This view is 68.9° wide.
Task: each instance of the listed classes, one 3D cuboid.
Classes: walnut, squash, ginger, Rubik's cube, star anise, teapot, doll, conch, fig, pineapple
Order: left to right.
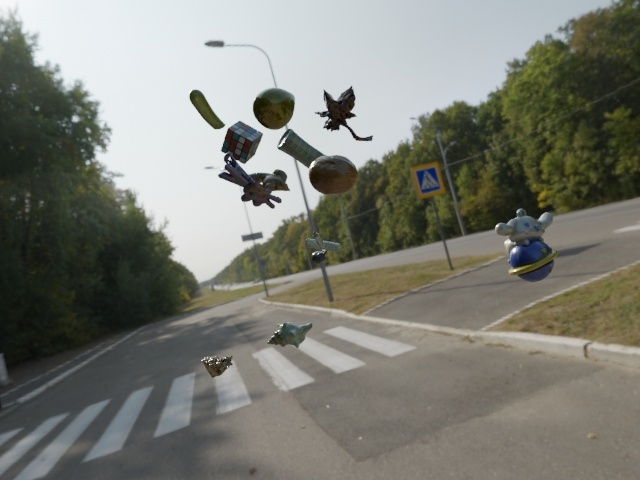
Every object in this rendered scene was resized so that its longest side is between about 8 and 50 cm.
[{"bbox_3d":[-0.614,-0.700,2.511,0.083,0.250,0.083,-29,26,16],"label":"squash"},{"bbox_3d":[-0.362,0.454,1.688,0.114,0.077,0.114,-16,23,-42],"label":"pineapple"},{"bbox_3d":[-0.424,-0.531,2.524,0.151,0.155,0.154,-62,-2,35],"label":"Rubik's cube"},{"bbox_3d":[-0.226,-0.241,1.917,0.213,0.133,0.059,-3,-46,6],"label":"ginger"},{"bbox_3d":[-0.234,-0.670,2.352,0.207,0.207,0.230,-18,31,31],"label":"fig"},{"bbox_3d":[-0.143,0.447,2.224,0.233,0.137,0.115,-13,-45,-7],"label":"conch"},{"bbox_3d":[0.000,0.080,2.384,0.088,0.066,0.057,-49,14,-24],"label":"teapot"},{"bbox_3d":[0.052,-0.264,1.879,0.207,0.168,0.167,3,3,21],"label":"walnut"},{"bbox_3d":[0.122,-0.593,2.233,0.237,0.346,0.148,-43,21,13],"label":"star anise"},{"bbox_3d":[0.745,0.015,1.666,0.310,0.243,0.160,-27,-14,-33],"label":"doll"}]

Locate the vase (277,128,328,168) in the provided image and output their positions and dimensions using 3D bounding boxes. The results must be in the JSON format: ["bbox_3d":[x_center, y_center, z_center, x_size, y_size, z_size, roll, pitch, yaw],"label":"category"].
[{"bbox_3d":[-0.055,-0.392,2.177,0.298,0.143,0.143,33,-28,-23],"label":"vase"}]

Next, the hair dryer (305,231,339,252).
[{"bbox_3d":[0.008,0.001,2.057,0.154,0.044,0.183,9,-17,4],"label":"hair dryer"}]

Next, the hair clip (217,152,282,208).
[{"bbox_3d":[-0.280,-0.207,1.781,0.137,0.278,0.090,-34,20,39],"label":"hair clip"}]
